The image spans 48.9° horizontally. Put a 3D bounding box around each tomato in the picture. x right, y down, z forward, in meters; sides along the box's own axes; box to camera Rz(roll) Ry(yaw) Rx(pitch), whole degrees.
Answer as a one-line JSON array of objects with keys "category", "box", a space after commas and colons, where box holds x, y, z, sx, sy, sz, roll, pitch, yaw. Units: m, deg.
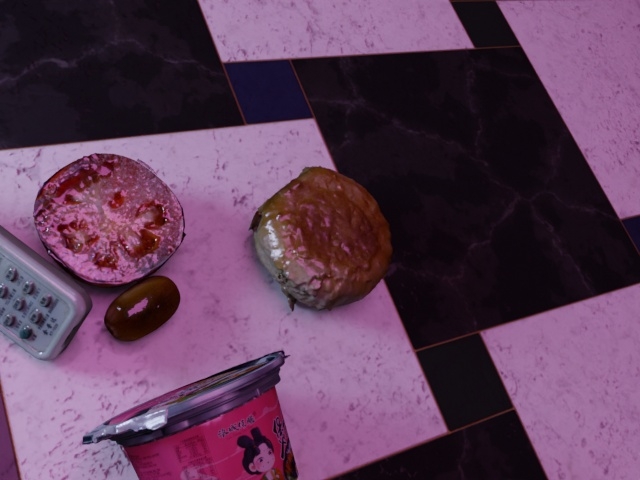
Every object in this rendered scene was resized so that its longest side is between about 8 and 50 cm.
[{"category": "tomato", "box": [-0.327, -0.021, 1.091, 0.225, 0.085, 0.224, 12, 60, -21]}]

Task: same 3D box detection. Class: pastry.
[{"category": "pastry", "box": [0.005, -0.001, 1.206, 0.236, 0.121, 0.257, 46, 53, 1]}]

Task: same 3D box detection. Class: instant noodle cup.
[{"category": "instant noodle cup", "box": [-0.140, 0.280, 0.928, 0.303, 0.258, 0.181, -19, 87, -30]}]

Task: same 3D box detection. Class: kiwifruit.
[{"category": "kiwifruit", "box": [-0.265, 0.101, 1.059, 0.075, 0.075, 0.124, 49, 52, 7]}]

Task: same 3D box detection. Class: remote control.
[{"category": "remote control", "box": [-0.475, 0.026, 0.984, 0.335, 0.128, 0.065, 38, 23, -1]}]
